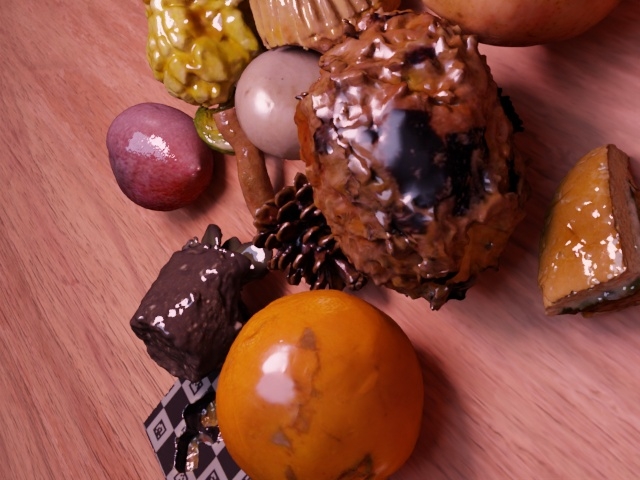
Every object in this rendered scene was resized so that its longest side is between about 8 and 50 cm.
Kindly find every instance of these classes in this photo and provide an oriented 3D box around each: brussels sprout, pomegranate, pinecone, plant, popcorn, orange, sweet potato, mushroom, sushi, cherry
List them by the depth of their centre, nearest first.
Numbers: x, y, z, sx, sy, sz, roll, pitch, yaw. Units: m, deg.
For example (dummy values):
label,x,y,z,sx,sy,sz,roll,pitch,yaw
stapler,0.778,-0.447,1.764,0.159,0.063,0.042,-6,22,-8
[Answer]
label,x,y,z,sx,sy,sz,roll,pitch,yaw
pomegranate,0.254,-0.406,0.925,0.338,0.338,0.338,-10,76,43
orange,-0.001,0.223,1.047,0.312,0.312,0.312,-10,76,43
pinecone,0.002,0.000,1.182,0.212,0.168,0.186,35,115,17
mushroom,-0.054,-0.232,1.287,0.215,0.207,0.207,131,137,-71
plant,-0.201,0.111,1.316,0.198,0.188,0.276,4,46,43
sushi,-0.160,0.357,1.342,0.343,0.064,0.359,-51,46,11
popcorn,-0.212,-0.391,1.347,0.258,0.224,0.270,42,75,6
sweet potato,-0.122,-0.113,1.347,0.067,0.059,0.281,-12,106,27
brussels sprout,-0.172,-0.225,1.425,0.181,0.139,0.100,42,156,19
cherry,-0.322,-0.177,1.510,0.239,0.206,0.239,7,117,15

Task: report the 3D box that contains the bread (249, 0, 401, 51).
label,x,y,z,sx,sy,sz,roll,pitch,yaw
bread,0.005,-0.424,1.211,0.274,0.149,0.274,-17,39,14

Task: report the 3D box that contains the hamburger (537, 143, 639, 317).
label,x,y,z,sx,sy,sz,roll,pitch,yaw
hamburger,0.331,-0.016,0.886,0.155,0.135,0.208,-19,68,39

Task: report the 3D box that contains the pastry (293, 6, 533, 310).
label,x,y,z,sx,sy,sz,roll,pitch,yaw
pastry,0.118,-0.129,0.972,0.292,0.337,0.405,-21,59,-2
